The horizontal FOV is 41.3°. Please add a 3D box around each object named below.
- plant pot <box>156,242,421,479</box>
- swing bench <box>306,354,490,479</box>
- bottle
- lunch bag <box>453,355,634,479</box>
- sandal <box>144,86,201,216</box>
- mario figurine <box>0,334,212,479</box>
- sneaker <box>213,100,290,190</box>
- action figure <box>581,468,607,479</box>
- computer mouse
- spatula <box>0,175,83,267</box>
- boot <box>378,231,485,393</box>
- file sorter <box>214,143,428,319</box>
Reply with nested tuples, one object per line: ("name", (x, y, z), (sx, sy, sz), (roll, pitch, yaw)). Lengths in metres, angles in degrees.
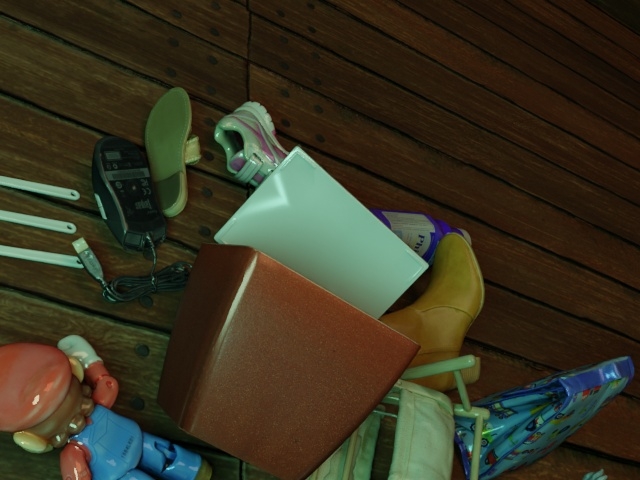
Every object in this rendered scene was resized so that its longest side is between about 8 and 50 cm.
("plant pot", (-0.074, 0.171, 1.151), (0.267, 0.267, 0.235), (31, 80, -19))
("swing bench", (0.105, 0.312, 1.258), (0.253, 0.255, 0.165), (-73, 152, -44))
("bottle", (0.171, 0.004, 1.619), (0.283, 0.118, 0.092), (3, 35, -40))
("lunch bag", (0.394, 0.287, 1.455), (0.221, 0.293, 0.138), (-3, 62, -43))
("sandal", (-0.239, -0.136, 1.425), (0.079, 0.088, 0.240), (46, 35, -55))
("mario figurine", (-0.298, 0.247, 1.051), (0.320, 0.170, 0.198), (43, 3, -21))
("sneaker", (-0.105, -0.128, 1.507), (0.111, 0.103, 0.252), (-25, 71, -44))
("action figure", (0.363, 0.496, 1.085), (0.276, 0.248, 0.370), (-27, 95, -40))
("computer mouse", (-0.311, -0.024, 1.271), (0.184, 0.060, 0.262), (-21, 86, -52))
("spatula", (-0.447, -0.041, 1.192), (0.242, 0.019, 0.168), (11, 52, -35))
("boot", (0.183, 0.127, 1.498), (0.211, 0.104, 0.295), (3, 80, -35))
("file sorter", (0.000, 0.000, 1.390), (0.278, 0.193, 0.173), (42, 8, -10))
